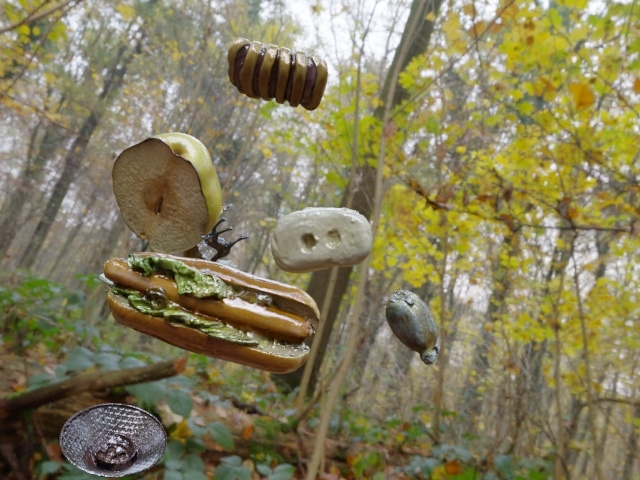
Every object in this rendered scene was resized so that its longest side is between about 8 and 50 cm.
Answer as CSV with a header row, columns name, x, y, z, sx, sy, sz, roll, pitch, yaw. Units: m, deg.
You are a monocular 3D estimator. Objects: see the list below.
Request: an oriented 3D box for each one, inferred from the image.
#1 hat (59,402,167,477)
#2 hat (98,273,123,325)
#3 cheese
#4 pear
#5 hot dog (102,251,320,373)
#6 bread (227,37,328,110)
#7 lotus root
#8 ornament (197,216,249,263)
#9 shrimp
name,x,y,z,sx,sy,sz,roll,pitch,yaw
hat,-0.390,0.397,1.117,0.193,0.082,0.193,16,21,-6
hat,-0.548,0.194,1.783,0.257,0.130,0.257,16,1,0
cheese,-0.001,-0.002,1.594,0.247,0.174,0.251,-11,9,-27
pear,-0.430,-0.159,1.783,0.340,0.191,0.386,39,-52,2
hot dog,-0.170,0.095,0.867,0.337,0.135,0.100,16,-11,9
bread,-0.097,-0.364,1.331,0.225,0.081,0.134,10,-45,-3
lotus root,0.191,0.173,1.219,0.165,0.088,0.088,59,-22,-2
ornament,-0.201,0.014,1.124,0.125,0.028,0.073,-37,-52,20
shrimp,-0.359,0.016,1.933,0.185,0.287,0.068,1,-21,-32
